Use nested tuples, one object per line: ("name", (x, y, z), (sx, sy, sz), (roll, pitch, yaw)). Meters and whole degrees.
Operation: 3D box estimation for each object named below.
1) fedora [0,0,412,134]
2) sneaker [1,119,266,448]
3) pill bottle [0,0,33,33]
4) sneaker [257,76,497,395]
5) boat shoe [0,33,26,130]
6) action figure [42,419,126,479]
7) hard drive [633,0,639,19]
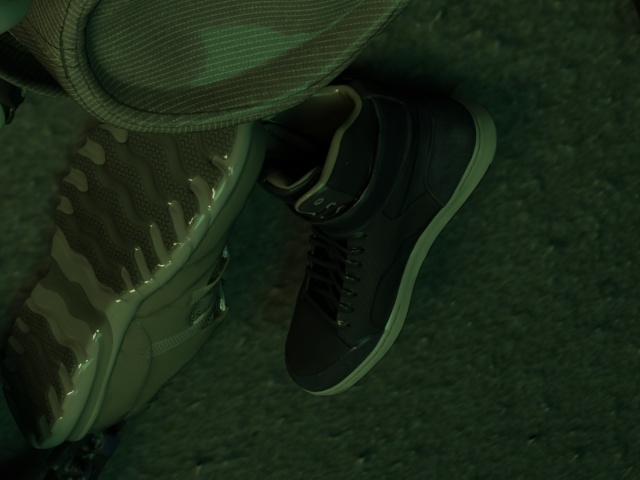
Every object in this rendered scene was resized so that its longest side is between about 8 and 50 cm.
("fedora", (-0.045, -0.144, 0.774), (0.275, 0.124, 0.243), (-17, 141, -25))
("sneaker", (-0.101, 0.011, 0.973), (0.115, 0.105, 0.281), (-6, 143, -43))
("pill bottle", (-0.276, -0.110, 0.645), (0.283, 0.161, 0.161), (-20, 141, 12))
("sneaker", (-0.001, -0.002, 1.002), (0.163, 0.086, 0.226), (6, 117, -49))
("boat shoe", (-0.188, -0.113, 0.825), (0.038, 0.046, 0.125), (-56, 137, -41))
("action figure", (-0.289, 0.226, 1.048), (0.341, 0.178, 0.330), (-60, 146, -11))
("hard drive", (0.403, -0.140, 1.095), (0.237, 0.064, 0.339), (-31, 144, 29))
